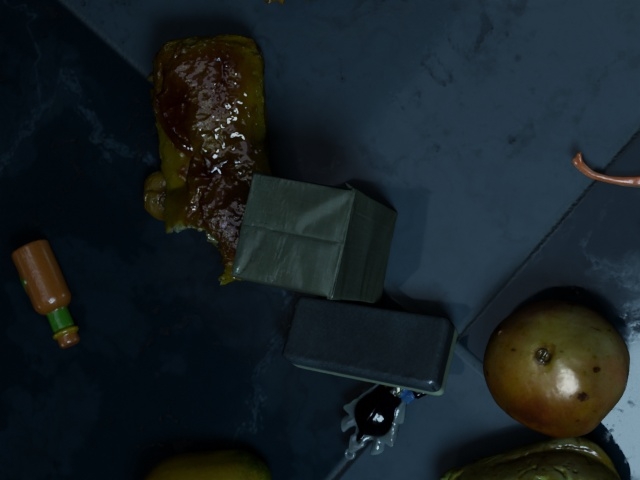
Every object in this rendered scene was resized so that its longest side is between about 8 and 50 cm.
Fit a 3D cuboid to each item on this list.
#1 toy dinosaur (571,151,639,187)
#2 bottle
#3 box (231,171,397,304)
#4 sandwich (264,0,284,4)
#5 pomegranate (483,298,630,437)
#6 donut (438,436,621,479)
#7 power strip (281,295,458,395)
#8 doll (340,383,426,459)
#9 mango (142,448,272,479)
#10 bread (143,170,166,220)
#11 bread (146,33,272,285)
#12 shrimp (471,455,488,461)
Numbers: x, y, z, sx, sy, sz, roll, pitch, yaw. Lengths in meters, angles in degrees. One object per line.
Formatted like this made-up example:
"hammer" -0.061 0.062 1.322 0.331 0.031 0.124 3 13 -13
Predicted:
"toy dinosaur" 0.482 -0.095 1.172 0.280 0.055 0.101 20 122 15
"bottle" -0.460 0.093 1.504 0.069 0.069 0.187 -28 83 18
"box" 0.000 0.000 1.245 0.149 0.231 0.155 11 89 19
"sandwich" -0.018 -0.464 1.299 0.212 0.109 0.292 -18 87 19
"pomegranate" 0.313 0.167 1.181 0.191 0.191 0.191 1 93 19
"donut" 0.294 0.388 1.209 0.261 0.128 0.208 -23 103 17
"power strip" 0.066 0.150 1.296 0.257 0.070 0.105 8 69 26
"doll" 0.093 0.247 1.320 0.096 0.070 0.195 36 95 21
"mango" -0.182 0.409 1.397 0.221 0.120 0.151 -7 85 11
"bread" -0.249 -0.075 1.433 0.081 0.046 0.083 31 101 13
"bread" -0.164 -0.121 1.356 0.185 0.109 0.380 -5 90 6
"shrimp" 0.263 0.341 1.289 0.092 0.029 0.038 15 108 22
